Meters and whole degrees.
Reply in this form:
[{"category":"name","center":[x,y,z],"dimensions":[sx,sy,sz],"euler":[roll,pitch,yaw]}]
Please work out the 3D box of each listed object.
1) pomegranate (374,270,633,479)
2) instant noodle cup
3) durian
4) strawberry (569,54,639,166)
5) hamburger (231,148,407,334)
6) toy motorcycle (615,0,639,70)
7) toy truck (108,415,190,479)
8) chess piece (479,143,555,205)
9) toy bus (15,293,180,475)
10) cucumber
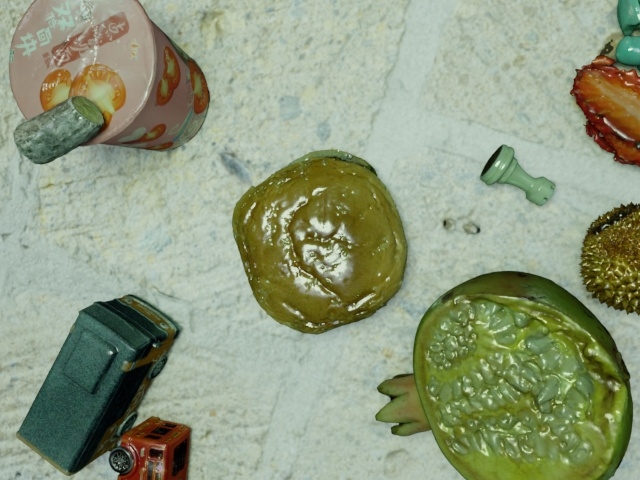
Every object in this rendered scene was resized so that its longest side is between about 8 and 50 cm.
[{"category":"pomegranate","center":[0.258,0.202,0.745],"dimensions":[0.358,0.216,0.310],"euler":[-26,86,41]},{"category":"instant noodle cup","center":[-0.319,-0.255,0.830],"dimensions":[0.242,0.231,0.243],"euler":[0,91,12]},{"category":"durian","center":[0.451,0.028,0.730],"dimensions":[0.168,0.137,0.158],"euler":[41,78,0]},{"category":"strawberry","center":[0.454,-0.188,0.756],"dimensions":[0.121,0.082,0.188],"euler":[-40,73,-5]},{"category":"hamburger","center":[-0.002,0.000,0.820],"dimensions":[0.265,0.134,0.285],"euler":[-24,88,13]},{"category":"toy motorcycle","center":[0.531,-0.303,0.717],"dimensions":[0.198,0.109,0.296],"euler":[-43,80,10]},{"category":"toy truck","center":[-0.301,0.456,0.904],"dimensions":[0.114,0.107,0.253],"euler":[5,92,12]},{"category":"chess piece","center":[0.308,-0.097,0.792],"dimensions":[0.103,0.067,0.067],"euler":[31,97,1]},{"category":"toy bus","center":[-0.381,0.242,0.887],"dimensions":[0.138,0.167,0.275],"euler":[32,96,10]},{"category":"cucumber","center":[-0.352,-0.150,0.693],"dimensions":[0.111,0.064,0.064],"euler":[-24,86,10]}]
